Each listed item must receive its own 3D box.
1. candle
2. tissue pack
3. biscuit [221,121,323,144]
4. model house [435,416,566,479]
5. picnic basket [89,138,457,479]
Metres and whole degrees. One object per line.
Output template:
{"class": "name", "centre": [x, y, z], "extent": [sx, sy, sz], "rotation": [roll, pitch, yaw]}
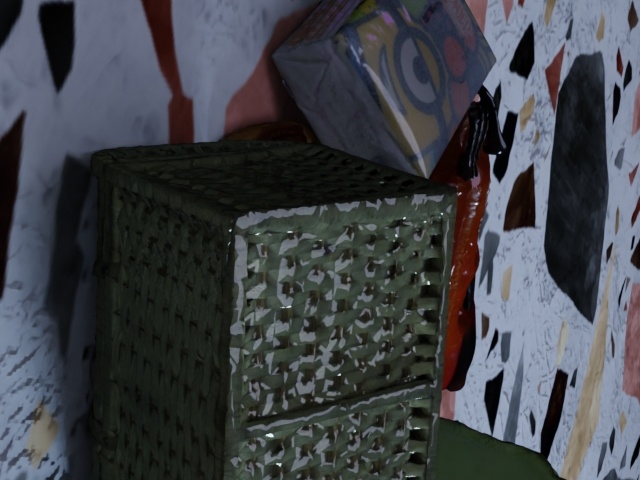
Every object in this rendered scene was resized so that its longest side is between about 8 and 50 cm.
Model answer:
{"class": "candle", "centre": [0.095, 0.009, 1.006], "extent": [0.084, 0.059, 0.302], "rotation": [-41, 149, -42]}
{"class": "tissue pack", "centre": [0.045, -0.111, 0.848], "extent": [0.109, 0.060, 0.148], "rotation": [59, 40, -23]}
{"class": "biscuit", "centre": [0.000, 0.000, 0.870], "extent": [0.280, 0.043, 0.183], "rotation": [53, 48, -62]}
{"class": "model house", "centre": [0.068, 0.220, 0.887], "extent": [0.189, 0.214, 0.195], "rotation": [39, 62, -64]}
{"class": "picnic basket", "centre": [-0.036, 0.057, 0.662], "extent": [0.134, 0.154, 0.196], "rotation": [-10, 110, -38]}
